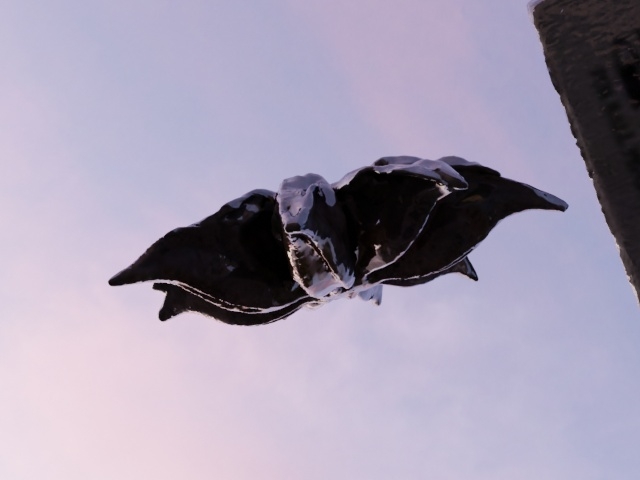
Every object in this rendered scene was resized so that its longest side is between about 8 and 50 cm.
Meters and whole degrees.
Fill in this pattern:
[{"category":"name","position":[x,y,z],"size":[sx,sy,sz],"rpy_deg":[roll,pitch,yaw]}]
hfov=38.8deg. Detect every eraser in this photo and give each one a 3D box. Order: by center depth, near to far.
[{"category":"eraser","position":[0.222,-0.054,0.567],"size":[0.111,0.352,0.077],"rpy_deg":[-22,-28,19]}]

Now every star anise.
[{"category":"star anise","position":[0.000,0.000,0.432],"size":[0.205,0.181,0.061],"rpy_deg":[-21,-104,35]}]
